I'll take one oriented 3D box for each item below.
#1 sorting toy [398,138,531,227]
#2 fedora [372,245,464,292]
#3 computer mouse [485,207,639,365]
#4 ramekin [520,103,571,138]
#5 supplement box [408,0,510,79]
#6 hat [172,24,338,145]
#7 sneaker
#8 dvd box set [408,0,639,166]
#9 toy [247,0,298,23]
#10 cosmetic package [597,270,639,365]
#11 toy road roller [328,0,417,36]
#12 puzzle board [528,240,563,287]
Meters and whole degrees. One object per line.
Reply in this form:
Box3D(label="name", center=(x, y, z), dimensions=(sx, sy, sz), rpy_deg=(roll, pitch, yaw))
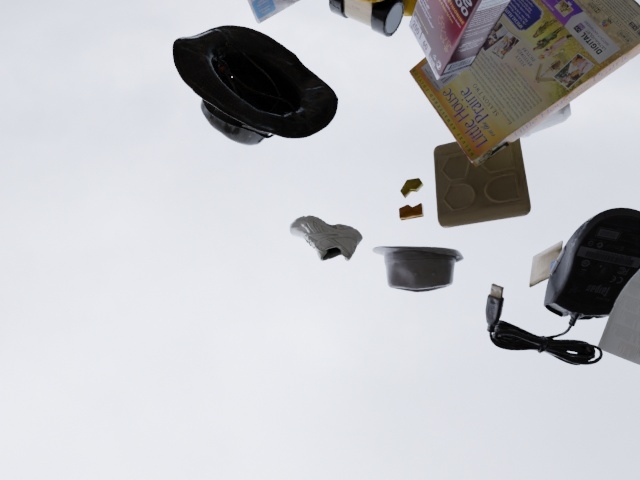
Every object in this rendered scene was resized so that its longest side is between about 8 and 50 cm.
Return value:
Box3D(label="sorting toy", center=(0.349, -0.143, 1.115), dimensions=(0.306, 0.041, 0.229), rpy_deg=(-9, -114, 25))
Box3D(label="fedora", center=(0.293, 0.092, 1.351), dimensions=(0.274, 0.244, 0.125), rpy_deg=(2, -100, 1))
Box3D(label="computer mouse", center=(0.345, 0.060, 0.651), dimensions=(0.183, 0.262, 0.060), rpy_deg=(7, -152, 7))
Box3D(label="ramekin", center=(0.557, -0.410, 1.135), dimensions=(0.127, 0.273, 0.273), rpy_deg=(-8, -138, 32))
Box3D(label="supplement box", center=(0.227, -0.390, 0.711), dimensions=(0.073, 0.239, 0.131), rpy_deg=(-21, -103, -9))
Box3D(label="hat", center=(-0.131, -0.270, 0.864), dimensions=(0.330, 0.134, 0.332), rpy_deg=(18, -136, -18))
Box3D(label="sneaker", center=(0.000, 0.000, 1.297), dimensions=(0.231, 0.090, 0.115), rpy_deg=(12, -115, 26))
Box3D(label="dvd box set", center=(0.447, -0.411, 0.997), dimensions=(0.062, 0.420, 0.308), rpy_deg=(13, -135, -56))
Box3D(label="toy", center=(-0.090, -0.397, 0.517), dimensions=(0.136, 0.238, 0.056), rpy_deg=(-7, -155, 37))
Box3D(label="cosmetic package", center=(0.685, 0.138, 0.944), dimensions=(0.098, 0.239, 0.060), rpy_deg=(23, -161, 40))
Box3D(label="toy road roller", center=(0.181, -0.724, 1.161), dimensions=(0.202, 0.241, 0.329), rpy_deg=(36, -114, 22))
Box3D(label="puzzle board", center=(0.607, 0.064, 1.190), dimensions=(0.011, 0.096, 0.128), rpy_deg=(39, -133, -6))
